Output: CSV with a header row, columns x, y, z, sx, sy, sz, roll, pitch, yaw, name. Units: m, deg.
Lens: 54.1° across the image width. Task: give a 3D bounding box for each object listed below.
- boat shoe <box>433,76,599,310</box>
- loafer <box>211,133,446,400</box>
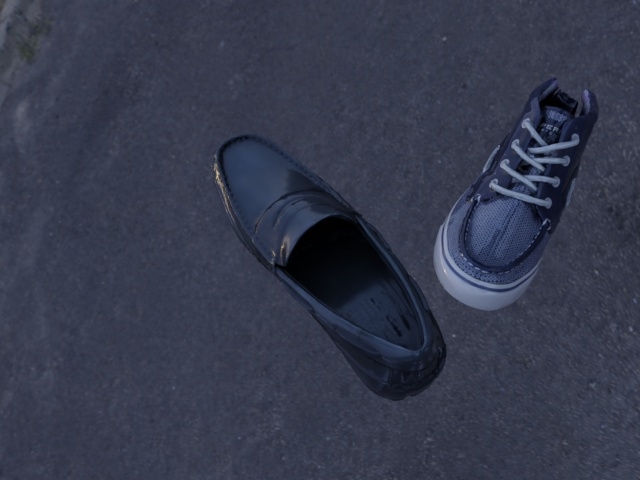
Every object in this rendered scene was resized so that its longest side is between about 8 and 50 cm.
x,y,z,sx,sy,sz,roll,pitch,yaw,name
0.239,-0.074,0.748,0.127,0.158,0.340,23,43,13,boat shoe
0.000,0.000,0.402,0.076,0.078,0.223,-33,64,-14,loafer
